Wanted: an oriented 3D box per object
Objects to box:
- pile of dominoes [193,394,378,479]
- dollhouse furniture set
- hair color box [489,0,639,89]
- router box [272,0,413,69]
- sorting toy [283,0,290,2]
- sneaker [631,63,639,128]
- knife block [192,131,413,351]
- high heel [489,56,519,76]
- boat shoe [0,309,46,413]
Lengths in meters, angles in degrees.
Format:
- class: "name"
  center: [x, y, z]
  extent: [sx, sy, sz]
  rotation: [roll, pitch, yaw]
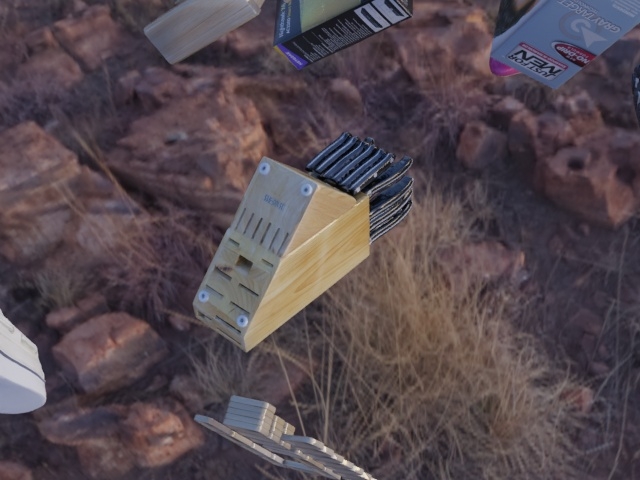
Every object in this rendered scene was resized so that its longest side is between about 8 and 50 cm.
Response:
- class: "pile of dominoes"
  center: [-0.034, 0.271, 1.254]
  extent: [0.195, 0.251, 0.040]
  rotation: [5, 66, 30]
- class: "dollhouse furniture set"
  center: [-0.233, -0.493, 1.304]
  extent: [0.362, 0.394, 0.256]
  rotation: [-22, 32, 33]
- class: "hair color box"
  center: [0.364, -0.366, 1.139]
  extent: [0.113, 0.374, 0.185]
  rotation: [23, 62, -14]
- class: "router box"
  center: [0.041, -0.480, 1.632]
  extent: [0.242, 0.081, 0.309]
  rotation: [-19, 54, 33]
- class: "sorting toy"
  center: [-0.016, -0.351, 1.227]
  extent: [0.012, 0.083, 0.062]
  rotation: [48, 62, 0]
- class: "sneaker"
  center: [0.423, -0.138, 1.068]
  extent: [0.110, 0.275, 0.107]
  rotation: [-16, 69, 20]
- class: "knife block"
  center: [0.000, 0.000, 1.112]
  extent: [0.088, 0.242, 0.276]
  rotation: [29, 96, 33]
- class: "high heel"
  center: [0.326, -0.353, 1.382]
  extent: [0.082, 0.117, 0.244]
  rotation: [36, 71, 29]
- class: "boat shoe"
  center: [-0.144, 0.039, 0.379]
  extent: [0.035, 0.100, 0.035]
  rotation: [-19, 58, 9]
